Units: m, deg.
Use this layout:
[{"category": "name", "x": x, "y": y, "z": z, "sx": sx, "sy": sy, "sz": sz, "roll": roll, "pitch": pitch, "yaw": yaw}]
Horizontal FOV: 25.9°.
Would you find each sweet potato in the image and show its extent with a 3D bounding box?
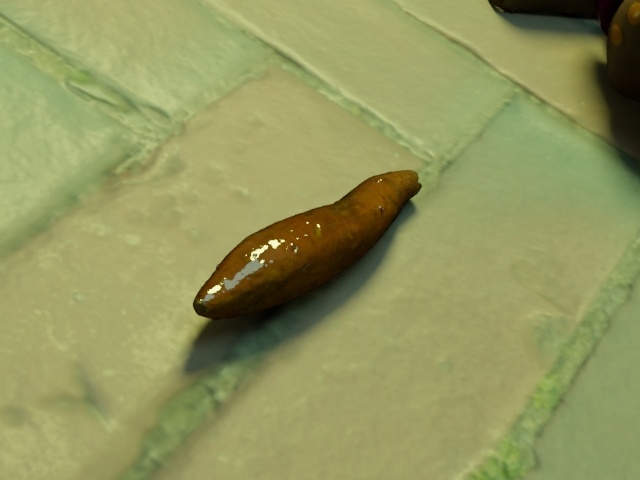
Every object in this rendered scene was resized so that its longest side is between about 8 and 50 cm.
[{"category": "sweet potato", "x": 0.001, "y": 0.001, "z": 0.992, "sx": 0.057, "sy": 0.057, "sz": 0.264, "roll": 42, "pitch": 41, "yaw": 20}]

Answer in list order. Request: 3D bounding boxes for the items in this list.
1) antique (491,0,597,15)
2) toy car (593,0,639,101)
[{"category": "antique", "x": 0.307, "y": -0.280, "z": 1.393, "sx": 0.310, "sy": 0.087, "sz": 0.093, "roll": 0, "pitch": 45, "yaw": -23}, {"category": "toy car", "x": 0.412, "y": -0.183, "z": 1.236, "sx": 0.341, "sy": 0.271, "sz": 0.240, "roll": 1, "pitch": 64, "yaw": -23}]
